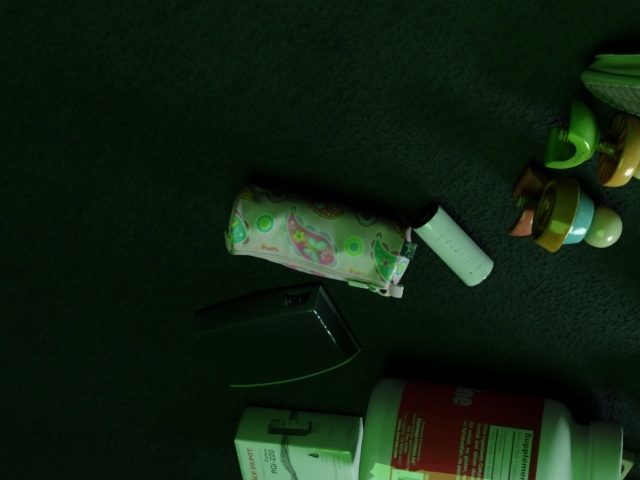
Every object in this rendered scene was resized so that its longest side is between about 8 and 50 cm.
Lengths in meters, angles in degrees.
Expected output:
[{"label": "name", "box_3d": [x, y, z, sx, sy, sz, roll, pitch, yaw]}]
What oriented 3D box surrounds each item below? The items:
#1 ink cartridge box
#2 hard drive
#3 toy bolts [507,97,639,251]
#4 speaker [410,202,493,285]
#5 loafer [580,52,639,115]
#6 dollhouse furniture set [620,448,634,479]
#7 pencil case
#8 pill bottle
[{"label": "ink cartridge box", "box_3d": [-0.034, 0.389, 2.265, 0.217, 0.092, 0.159, 5, 130, 15]}, {"label": "hard drive", "box_3d": [-0.080, 0.169, 2.114, 0.254, 0.054, 0.172, -14, 124, 26]}, {"label": "toy bolts", "box_3d": [0.368, -0.046, 1.717, 0.158, 0.218, 0.228, 17, 151, -6]}, {"label": "speaker", "box_3d": [0.198, 0.006, 1.892, 0.055, 0.055, 0.136, -31, 116, 35]}, {"label": "loafer", "box_3d": [0.467, -0.214, 1.600, 0.268, 0.092, 0.102, 8, 164, 31]}, {"label": "dollhouse furniture set", "box_3d": [0.534, 0.439, 2.117, 0.151, 0.123, 0.144, 20, 132, -1]}, {"label": "pencil case", "box_3d": [0.000, 0.000, 1.902, 0.284, 0.124, 0.124, 16, 132, 4]}, {"label": "pill bottle", "box_3d": [0.279, 0.360, 2.054, 0.407, 0.229, 0.229, 6, 131, 11]}]
